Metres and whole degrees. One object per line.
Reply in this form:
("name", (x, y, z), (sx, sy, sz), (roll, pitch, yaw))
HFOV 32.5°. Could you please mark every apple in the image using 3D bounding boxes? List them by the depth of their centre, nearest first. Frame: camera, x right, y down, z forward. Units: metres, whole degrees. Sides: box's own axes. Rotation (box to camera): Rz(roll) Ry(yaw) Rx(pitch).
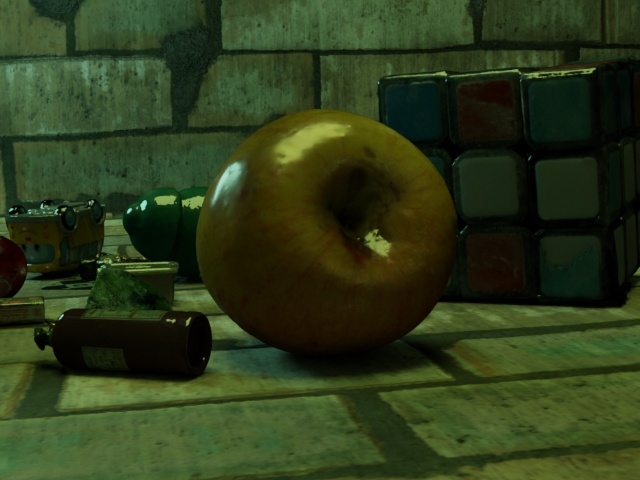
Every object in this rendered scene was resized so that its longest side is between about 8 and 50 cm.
("apple", (0.000, 0.000, 1.299), (0.299, 0.299, 0.275), (-4, -21, -20))

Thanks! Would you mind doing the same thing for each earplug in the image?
("earplug", (-0.200, -0.027, 1.915), (0.280, 0.164, 0.257), (7, -19, -19))

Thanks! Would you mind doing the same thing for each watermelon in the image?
("watermelon", (-0.263, 0.090, 1.464), (0.155, 0.101, 0.080), (6, -8, -21))

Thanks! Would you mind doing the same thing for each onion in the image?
("onion", (-0.520, 0.044, 1.706), (0.131, 0.131, 0.131), (-2, 6, 0))

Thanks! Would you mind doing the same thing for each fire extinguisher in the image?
("fire extinguisher", (-0.234, 0.118, 1.253), (0.231, 0.071, 0.099), (-1, -22, 21))

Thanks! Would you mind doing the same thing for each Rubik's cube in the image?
("Rubik's cube", (0.310, -0.101, 1.727), (0.359, 0.363, 0.362), (-3, 9, 28))

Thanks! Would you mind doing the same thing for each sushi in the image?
("sushi", (-0.356, 0.046, 1.974), (0.220, 0.047, 0.231), (-1, 6, 10))

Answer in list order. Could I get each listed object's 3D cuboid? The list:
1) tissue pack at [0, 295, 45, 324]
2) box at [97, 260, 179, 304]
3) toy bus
("tissue pack", (-0.437, 0.100, 1.572), (0.083, 0.035, 0.063), (-1, 6, -13))
("box", (-0.279, 0.068, 1.693), (0.122, 0.062, 0.089), (-1, 6, -5))
("toy bus", (-0.496, -0.005, 2.075), (0.126, 0.136, 0.209), (0, 7, 18))
